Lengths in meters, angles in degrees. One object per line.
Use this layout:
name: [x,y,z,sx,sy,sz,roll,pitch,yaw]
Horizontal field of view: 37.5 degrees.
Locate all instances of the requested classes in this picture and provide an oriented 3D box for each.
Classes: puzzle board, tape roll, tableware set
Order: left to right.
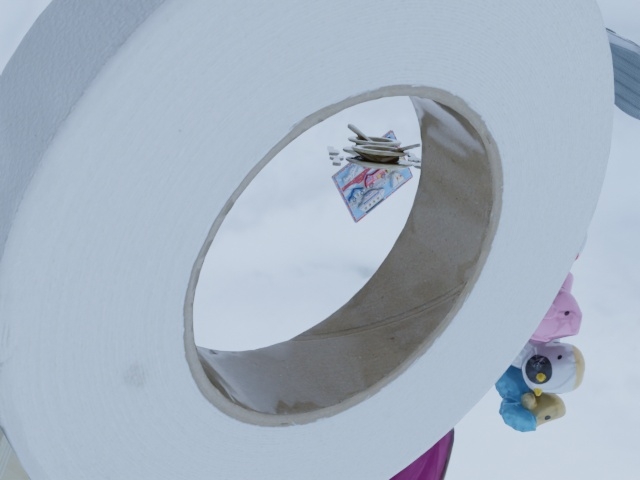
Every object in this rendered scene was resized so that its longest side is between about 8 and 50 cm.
tape roll: [0.000,0.000,0.517,0.072,0.392,0.392,42,132,42]
puzzle board: [0.085,-0.100,1.495,0.011,0.128,0.096,30,154,54]
tableware set: [0.076,-0.125,1.254,0.194,0.128,0.039,-96,11,-78]

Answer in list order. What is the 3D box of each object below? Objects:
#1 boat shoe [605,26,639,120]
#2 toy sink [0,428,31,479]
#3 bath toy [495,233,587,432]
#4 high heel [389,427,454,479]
boat shoe: [0.424,-0.242,1.299,0.226,0.076,0.083,55,140,34]
toy sink: [-0.376,0.285,1.045,0.153,0.131,0.234,-19,132,29]
bath toy: [0.309,0.107,1.334,0.151,0.129,0.348,25,133,35]
high heel: [-0.031,0.296,0.892,0.181,0.127,0.377,33,92,1]
